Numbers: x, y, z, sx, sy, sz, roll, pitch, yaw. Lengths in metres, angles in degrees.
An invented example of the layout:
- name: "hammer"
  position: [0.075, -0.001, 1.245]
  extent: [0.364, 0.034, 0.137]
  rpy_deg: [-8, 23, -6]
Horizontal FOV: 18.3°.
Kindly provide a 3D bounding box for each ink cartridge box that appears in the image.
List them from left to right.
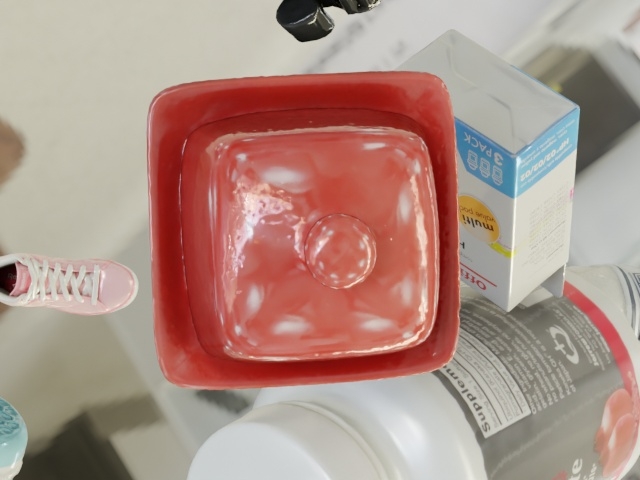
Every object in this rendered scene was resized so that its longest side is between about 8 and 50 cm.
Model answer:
- name: "ink cartridge box"
  position: [0.099, -0.030, 1.240]
  extent: [0.061, 0.104, 0.181]
  rpy_deg: [-39, 147, -26]

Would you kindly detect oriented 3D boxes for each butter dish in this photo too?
- name: "butter dish"
  position: [0.000, 0.000, 0.972]
  extent: [0.160, 0.160, 0.118]
  rpy_deg: [-3, -173, -10]

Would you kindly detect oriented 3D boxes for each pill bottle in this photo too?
- name: "pill bottle"
  position: [0.064, 0.132, 1.273]
  extent: [0.318, 0.176, 0.176]
  rpy_deg: [-20, 158, -49]

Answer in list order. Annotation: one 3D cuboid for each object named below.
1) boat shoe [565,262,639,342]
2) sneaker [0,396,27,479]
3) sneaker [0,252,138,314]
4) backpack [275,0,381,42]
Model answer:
- name: "boat shoe"
  position: [0.098, 0.114, 1.544]
  extent: [0.156, 0.136, 0.367]
  rpy_deg: [9, 155, -28]
- name: "sneaker"
  position: [-0.336, 0.142, 1.145]
  extent: [0.127, 0.319, 0.208]
  rpy_deg: [-12, 122, -65]
- name: "sneaker"
  position: [-0.229, 0.038, 1.714]
  extent: [0.134, 0.051, 0.070]
  rpy_deg: [6, -178, 7]
- name: "backpack"
  position: [-0.016, -0.280, 0.933]
  extent: [0.263, 0.213, 0.276]
  rpy_deg: [-55, 163, -51]
